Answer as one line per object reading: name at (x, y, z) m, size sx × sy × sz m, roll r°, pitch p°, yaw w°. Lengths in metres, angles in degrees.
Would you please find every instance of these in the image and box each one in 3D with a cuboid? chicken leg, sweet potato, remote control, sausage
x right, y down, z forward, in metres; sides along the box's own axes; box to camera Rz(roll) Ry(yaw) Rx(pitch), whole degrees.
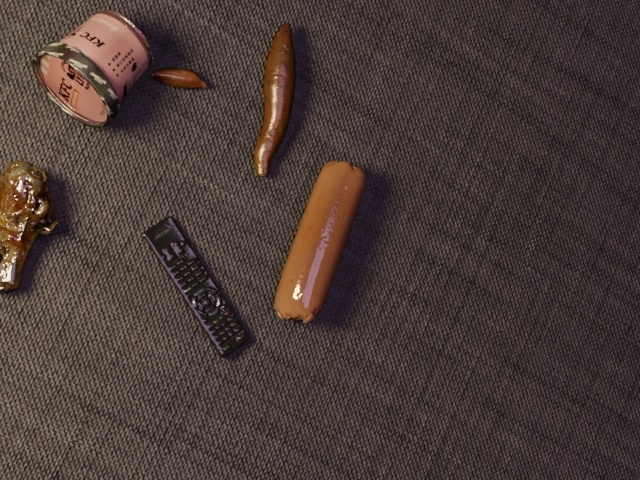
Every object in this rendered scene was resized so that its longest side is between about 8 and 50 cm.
chicken leg at (-0.461, -0.022, 1.929) m, size 0.125 × 0.080 × 0.196 m, roll -6°, pitch 95°, yaw -11°
sweet potato at (-0.230, -0.266, 2.058) m, size 0.095 × 0.034 × 0.034 m, roll 10°, pitch 82°, yaw -21°
remote control at (-0.201, 0.076, 2.041) m, size 0.063 × 0.025 × 0.245 m, roll -34°, pitch 97°, yaw -22°
sweet potato at (-0.071, -0.235, 2.105) m, size 0.057 × 0.057 × 0.264 m, roll 8°, pitch 84°, yaw -20°
sausage at (0.000, 0.001, 2.094) m, size 0.086 × 0.086 × 0.289 m, roll 25°, pitch 76°, yaw -17°

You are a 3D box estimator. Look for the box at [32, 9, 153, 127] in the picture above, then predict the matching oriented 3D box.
box at (-0.345, -0.272, 1.957) m, size 0.151 × 0.151 × 0.135 m, roll 47°, pitch 63°, yaw -11°
